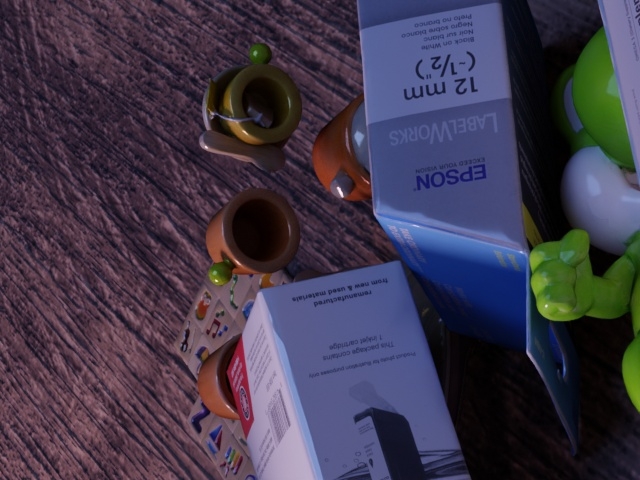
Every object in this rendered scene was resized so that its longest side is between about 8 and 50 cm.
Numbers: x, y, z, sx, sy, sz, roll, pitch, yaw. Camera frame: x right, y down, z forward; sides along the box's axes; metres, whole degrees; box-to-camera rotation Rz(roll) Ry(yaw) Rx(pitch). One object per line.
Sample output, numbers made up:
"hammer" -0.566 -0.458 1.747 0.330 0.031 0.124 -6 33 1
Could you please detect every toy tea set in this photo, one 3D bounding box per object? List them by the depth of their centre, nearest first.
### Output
"toy tea set" 0.000 0.000 1.626 0.124 0.200 0.336 -21 62 60

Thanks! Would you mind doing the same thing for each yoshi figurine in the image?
"yoshi figurine" 0.243 -0.010 1.270 0.203 0.203 0.362 -45 48 30

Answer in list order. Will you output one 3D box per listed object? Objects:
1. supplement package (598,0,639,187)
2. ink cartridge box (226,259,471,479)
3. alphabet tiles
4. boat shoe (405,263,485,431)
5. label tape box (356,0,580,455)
"supplement package" 0.314 -0.096 1.146 0.145 0.262 0.204 -37 50 42
"ink cartridge box" 0.029 0.180 1.424 0.197 0.114 0.273 114 142 -66
"alphabet tiles" -0.073 0.114 1.860 0.198 0.009 0.237 -64 36 19
"boat shoe" 0.106 0.075 1.568 0.064 0.060 0.178 -30 53 56
"label tape box" 0.110 -0.036 1.427 0.115 0.249 0.347 -8 67 13
